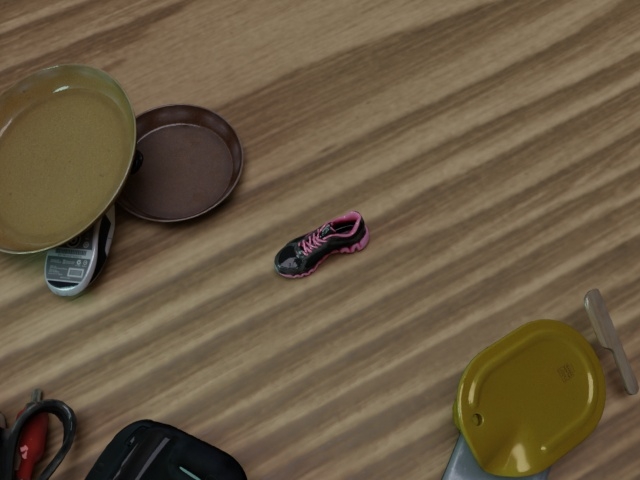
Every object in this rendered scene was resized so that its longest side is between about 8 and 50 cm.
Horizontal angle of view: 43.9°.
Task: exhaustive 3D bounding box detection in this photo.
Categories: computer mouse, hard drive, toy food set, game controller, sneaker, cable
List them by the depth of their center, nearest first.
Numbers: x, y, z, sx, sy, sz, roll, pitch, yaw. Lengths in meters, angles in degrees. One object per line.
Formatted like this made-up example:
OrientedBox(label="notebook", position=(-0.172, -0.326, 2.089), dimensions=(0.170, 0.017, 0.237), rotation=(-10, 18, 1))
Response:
OrientedBox(label="game controller", position=(-0.198, 0.321, 0.725), dimensions=(0.166, 0.067, 0.319), rotation=(20, 65, 25))
OrientedBox(label="cable", position=(-0.302, 0.263, 0.757), dimensions=(0.139, 0.072, 0.287), rotation=(-3, 56, -17))
OrientedBox(label="hard drive", position=(0.163, 0.258, 0.785), dimensions=(0.094, 0.022, 0.135), rotation=(23, 66, 12))
OrientedBox(label="toy food set", position=(0.215, 0.151, 0.811), dimensions=(0.218, 0.071, 0.128), rotation=(-25, 85, -25))
OrientedBox(label="sneaker", position=(0.000, 0.000, 0.901), dimensions=(0.119, 0.057, 0.047), rotation=(-26, 67, -10))
OrientedBox(label="computer mouse", position=(-0.268, -0.027, 0.916), dimensions=(0.106, 0.042, 0.193), rotation=(6, 76, 20))

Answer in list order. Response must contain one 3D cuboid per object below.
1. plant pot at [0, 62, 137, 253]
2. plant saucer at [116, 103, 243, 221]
OrientedBox(label="plant pot", position=(-0.308, -0.092, 0.908), dimensions=(0.236, 0.032, 0.236), rotation=(-7, 68, 17))
OrientedBox(label="plant saucer", position=(-0.176, -0.091, 0.967), dimensions=(0.168, 0.029, 0.168), rotation=(-1, 64, 2))
